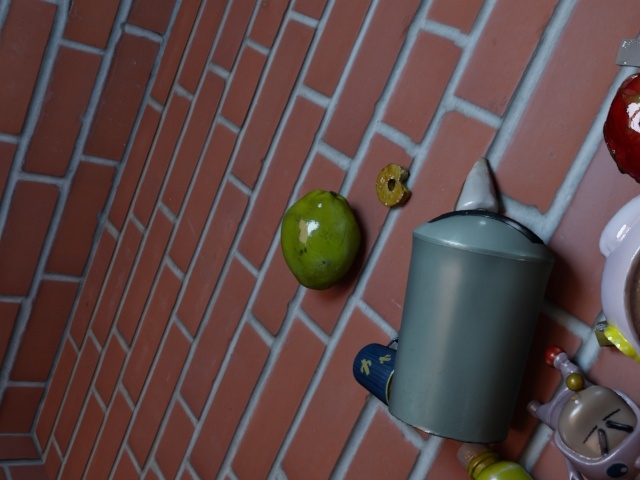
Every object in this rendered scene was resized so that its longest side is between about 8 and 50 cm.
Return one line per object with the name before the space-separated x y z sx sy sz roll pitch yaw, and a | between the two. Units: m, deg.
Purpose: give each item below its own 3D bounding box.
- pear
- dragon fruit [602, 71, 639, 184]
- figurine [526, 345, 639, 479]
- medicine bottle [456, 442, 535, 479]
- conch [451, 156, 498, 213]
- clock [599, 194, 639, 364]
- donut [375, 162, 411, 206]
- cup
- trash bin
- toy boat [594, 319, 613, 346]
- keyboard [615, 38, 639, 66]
pear | 0.000 0.000 1.954 0.212 0.212 0.269 27 112 51
dragon fruit | 0.596 -0.187 1.236 0.252 0.241 0.241 23 99 48
figurine | 0.460 0.318 1.332 0.176 0.186 0.287 -42 28 6
medicine bottle | 0.352 0.481 1.460 0.121 0.122 0.212 -61 41 21
conch | 0.334 -0.101 1.650 0.104 0.094 0.176 82 -178 -63
clock | 0.616 0.039 1.100 0.368 0.250 0.376 41 108 17
donut | 0.185 -0.136 1.884 0.097 0.043 0.108 -14 72 49
cup | 0.172 0.295 1.746 0.176 0.131 0.155 -52 32 -13
trash bin | 0.293 0.154 1.498 0.280 0.280 0.432 17 98 52
toy boat | 0.557 0.160 1.338 0.149 0.047 0.049 -16 69 50
keyboard | 0.629 -0.347 1.397 0.166 0.017 0.055 24 105 51
